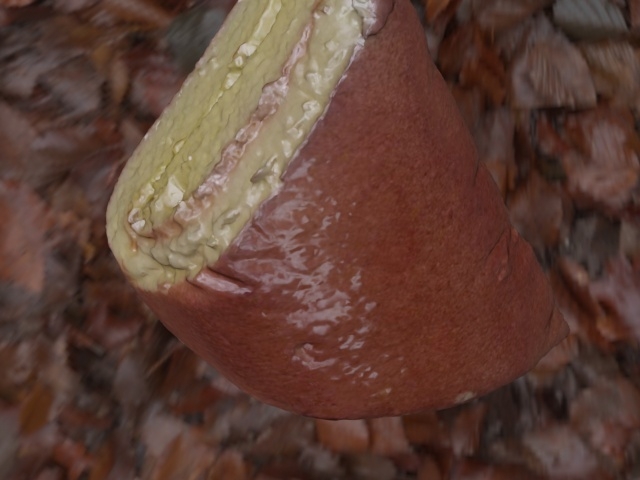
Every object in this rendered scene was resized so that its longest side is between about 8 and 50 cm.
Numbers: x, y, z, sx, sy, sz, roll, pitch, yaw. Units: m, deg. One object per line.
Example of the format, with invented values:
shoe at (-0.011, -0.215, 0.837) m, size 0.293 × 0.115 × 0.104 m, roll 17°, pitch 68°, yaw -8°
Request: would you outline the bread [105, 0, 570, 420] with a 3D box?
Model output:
bread at (0.000, 0.000, 0.577) m, size 0.119 × 0.067 × 0.192 m, roll -28°, pitch 136°, yaw 6°
